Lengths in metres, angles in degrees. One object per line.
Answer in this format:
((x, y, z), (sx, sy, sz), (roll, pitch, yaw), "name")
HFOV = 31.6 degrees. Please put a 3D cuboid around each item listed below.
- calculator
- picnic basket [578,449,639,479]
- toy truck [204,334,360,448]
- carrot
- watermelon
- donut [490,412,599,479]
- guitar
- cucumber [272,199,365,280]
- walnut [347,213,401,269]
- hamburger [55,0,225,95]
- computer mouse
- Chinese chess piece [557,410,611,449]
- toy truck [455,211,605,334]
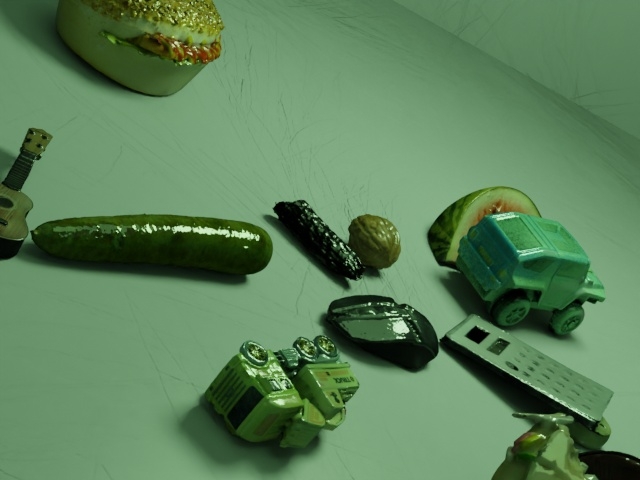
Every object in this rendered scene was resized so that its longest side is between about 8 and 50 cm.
((0.315, 0.193, 1.721), (0.261, 0.021, 0.161), (30, 20, 16), "calculator")
((0.411, 0.380, 1.344), (0.296, 0.129, 0.222), (33, -16, -1), "picnic basket")
((-0.031, 0.179, 1.294), (0.191, 0.085, 0.116), (2, 44, -53), "toy truck")
((-0.206, 0.001, 1.431), (0.358, 0.074, 0.074), (5, 36, -44), "carrot")
((0.290, -0.019, 2.077), (0.128, 0.159, 0.303), (2, -4, 45), "watermelon")
((0.319, 0.371, 1.150), (0.371, 0.150, 0.307), (23, 62, 0), "donut")
((-0.376, -0.066, 1.378), (0.083, 0.038, 0.271), (27, 27, -14), "guitar")
((0.000, 0.000, 1.711), (0.181, 0.053, 0.053), (46, 27, 21), "cucumber")
((0.084, 0.003, 1.775), (0.096, 0.082, 0.079), (52, 2, 40), "walnut")
((-0.297, -0.376, 1.888), (0.294, 0.179, 0.276), (41, 26, 16), "hamburger")
((0.098, 0.120, 1.588), (0.192, 0.062, 0.106), (19, 28, -32), "computer mouse")
((0.396, 0.274, 1.699), (0.084, 0.034, 0.084), (28, 24, -13), "Chinese chess piece")
((0.360, 0.052, 1.919), (0.278, 0.156, 0.155), (10, 36, -40), "toy truck")
